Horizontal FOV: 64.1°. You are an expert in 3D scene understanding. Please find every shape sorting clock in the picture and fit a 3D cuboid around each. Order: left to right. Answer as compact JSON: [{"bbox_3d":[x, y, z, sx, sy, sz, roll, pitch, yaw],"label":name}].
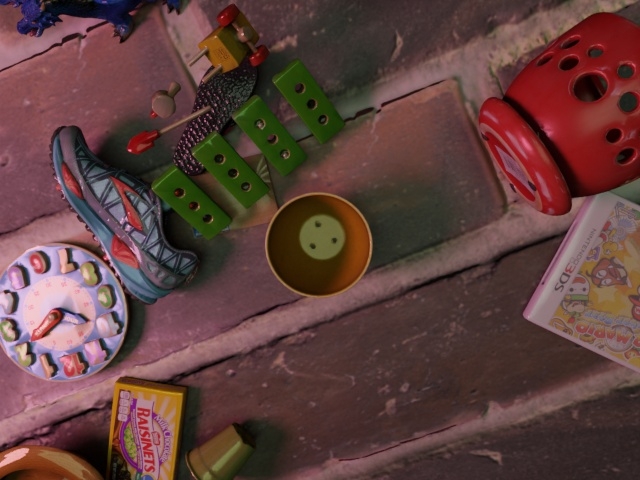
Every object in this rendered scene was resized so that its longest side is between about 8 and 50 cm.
[{"bbox_3d":[-0.381,0.106,0.744,0.207,0.040,0.206,0,98,2],"label":"shape sorting clock"}]

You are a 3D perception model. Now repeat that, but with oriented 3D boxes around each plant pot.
[{"bbox_3d":[-0.138,0.312,0.746,0.079,0.083,0.083,-42,94,-5],"label":"plant pot"},{"bbox_3d":[0.000,0.000,0.684,0.134,0.095,0.134,0,98,3],"label":"plant pot"},{"bbox_3d":[0.298,-0.139,0.607,0.174,0.191,0.191,-33,95,10],"label":"plant pot"}]

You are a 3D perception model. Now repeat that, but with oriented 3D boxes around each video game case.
[{"bbox_3d":[0.432,0.065,0.708,0.227,0.026,0.206,25,98,-1],"label":"video game case"}]

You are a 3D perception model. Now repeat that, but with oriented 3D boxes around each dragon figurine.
[{"bbox_3d":[-0.242,-0.325,0.629,0.289,0.144,0.085,-24,96,6],"label":"dragon figurine"}]

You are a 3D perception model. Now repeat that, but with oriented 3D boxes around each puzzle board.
[{"bbox_3d":[-0.130,-0.062,0.726,0.128,0.011,0.096,-13,98,5],"label":"puzzle board"}]

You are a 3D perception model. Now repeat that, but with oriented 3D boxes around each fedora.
[{"bbox_3d":[-0.400,0.372,0.761,0.195,0.079,0.194,0,98,-2],"label":"fedora"}]

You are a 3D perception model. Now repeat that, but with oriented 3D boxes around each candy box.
[{"bbox_3d":[-0.265,0.313,0.773,0.105,0.027,0.205,8,98,-1],"label":"candy box"}]

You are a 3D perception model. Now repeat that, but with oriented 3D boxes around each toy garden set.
[{"bbox_3d":[-0.122,-0.149,0.653,0.244,0.049,0.204,-40,124,4],"label":"toy garden set"}]

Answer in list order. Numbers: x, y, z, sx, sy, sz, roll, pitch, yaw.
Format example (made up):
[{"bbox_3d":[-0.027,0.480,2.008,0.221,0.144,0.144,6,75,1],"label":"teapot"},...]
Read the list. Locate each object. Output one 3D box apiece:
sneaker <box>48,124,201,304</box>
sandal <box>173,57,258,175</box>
[{"bbox_3d":[-0.256,-0.049,0.701,0.125,0.104,0.261,-30,103,-4],"label":"sneaker"},{"bbox_3d":[-0.144,-0.171,0.700,0.067,0.040,0.179,34,105,1],"label":"sandal"}]
